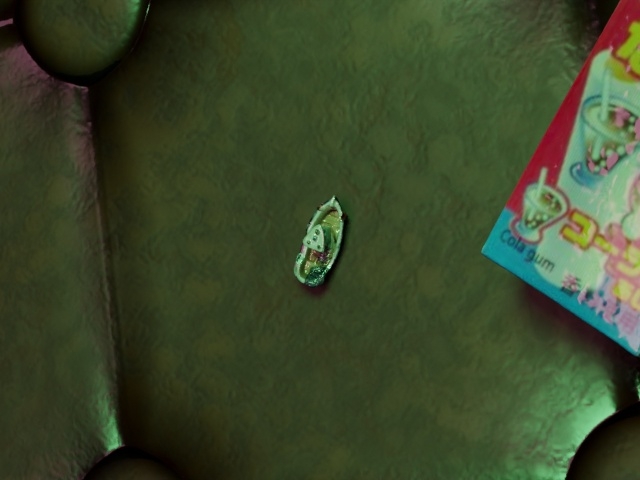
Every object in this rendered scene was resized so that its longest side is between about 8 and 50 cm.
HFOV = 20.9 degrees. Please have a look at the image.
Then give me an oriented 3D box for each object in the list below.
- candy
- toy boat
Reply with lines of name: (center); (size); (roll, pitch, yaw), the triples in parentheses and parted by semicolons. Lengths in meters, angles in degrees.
candy: (0.269, -0.079, 1.320); (0.157, 0.100, 0.305); (35, 104, 24)
toy boat: (0.000, 0.000, 1.498); (0.038, 0.038, 0.083); (24, 102, 26)
